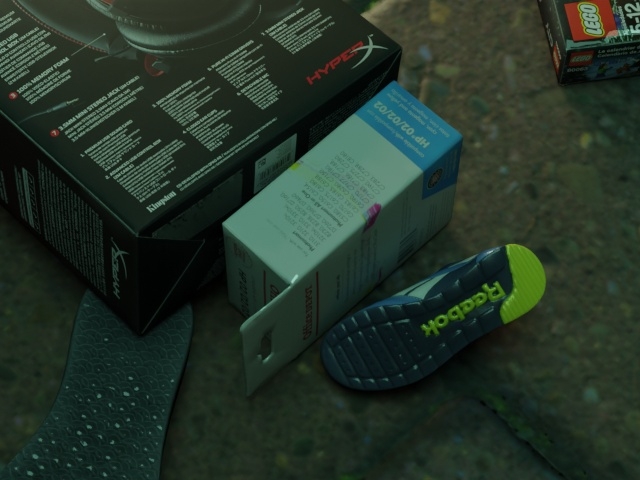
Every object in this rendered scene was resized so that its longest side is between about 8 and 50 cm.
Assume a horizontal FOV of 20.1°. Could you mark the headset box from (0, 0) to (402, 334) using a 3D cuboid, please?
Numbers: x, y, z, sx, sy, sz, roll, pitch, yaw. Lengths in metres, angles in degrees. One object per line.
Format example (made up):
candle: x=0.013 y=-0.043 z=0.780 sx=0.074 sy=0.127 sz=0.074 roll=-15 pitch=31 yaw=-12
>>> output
headset box: x=-0.130 y=-0.117 z=1.128 sx=0.293 sy=0.110 sz=0.218 roll=40 pitch=60 yaw=22

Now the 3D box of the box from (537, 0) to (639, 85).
box: x=0.220 y=-0.222 z=1.244 sx=0.159 sy=0.044 sz=0.233 roll=-7 pitch=61 yaw=-5

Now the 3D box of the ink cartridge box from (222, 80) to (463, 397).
ink cartridge box: x=0.000 y=0.000 z=1.084 sx=0.181 sy=0.104 sz=0.061 roll=-41 pitch=69 yaw=-20

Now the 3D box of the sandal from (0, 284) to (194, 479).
sandal: x=-0.132 y=0.133 z=1.048 sx=0.097 sy=0.054 sz=0.254 roll=21 pitch=53 yaw=3

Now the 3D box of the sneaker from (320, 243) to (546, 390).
sneaker: x=0.069 y=0.048 z=1.093 sx=0.144 sy=0.059 sz=0.053 roll=-24 pitch=95 yaw=4
